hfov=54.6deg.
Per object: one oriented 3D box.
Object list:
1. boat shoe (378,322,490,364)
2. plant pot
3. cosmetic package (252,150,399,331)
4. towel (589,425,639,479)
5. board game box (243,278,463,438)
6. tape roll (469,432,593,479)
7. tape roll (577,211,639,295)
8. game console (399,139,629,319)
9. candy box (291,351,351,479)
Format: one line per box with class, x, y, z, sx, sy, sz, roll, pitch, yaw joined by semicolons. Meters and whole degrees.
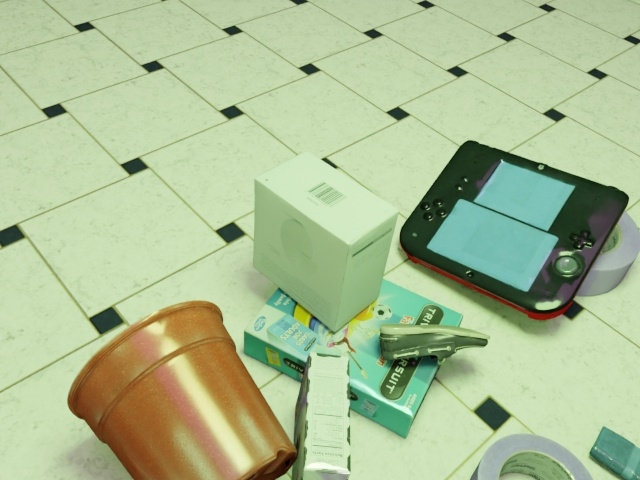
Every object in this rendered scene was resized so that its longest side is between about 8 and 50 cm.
boat shoe;0.200;0.184;1.096;0.206;0.065;0.075;5;0;-14
plant pot;-0.190;0.279;0.935;0.272;0.272;0.265;-29;63;-29
cosmetic package;0.000;0.000;1.123;0.224;0.225;0.138;36;49;27
towel;0.523;0.376;1.056;0.119;0.029;0.067;33;51;23
board game box;0.065;0.175;1.171;0.336;0.079;0.254;24;48;17
tape roll;0.330;0.407;0.971;0.188;0.080;0.189;3;46;-3
tape roll;0.564;-0.008;1.395;0.274;0.090;0.275;3;45;-4
game console;0.397;-0.038;1.319;0.386;0.060;0.342;27;73;30
candy box;-0.001;0.306;0.974;0.070;0.165;0.196;7;45;-6
